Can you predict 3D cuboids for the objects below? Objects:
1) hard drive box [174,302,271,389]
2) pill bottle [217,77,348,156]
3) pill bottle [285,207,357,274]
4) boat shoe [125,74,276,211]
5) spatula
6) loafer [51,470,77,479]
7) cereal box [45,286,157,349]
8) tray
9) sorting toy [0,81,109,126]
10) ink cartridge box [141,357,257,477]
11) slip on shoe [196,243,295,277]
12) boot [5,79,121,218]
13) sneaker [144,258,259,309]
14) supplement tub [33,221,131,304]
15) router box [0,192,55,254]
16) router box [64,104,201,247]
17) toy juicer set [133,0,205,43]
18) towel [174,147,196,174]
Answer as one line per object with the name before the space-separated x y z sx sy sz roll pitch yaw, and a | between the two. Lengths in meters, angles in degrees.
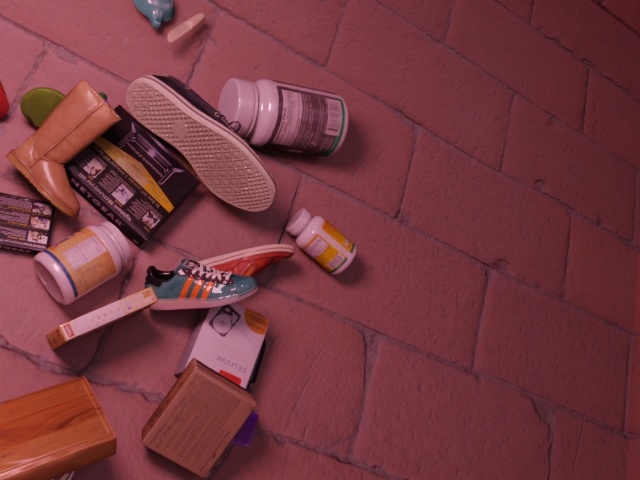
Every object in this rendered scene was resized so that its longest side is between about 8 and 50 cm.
hard drive box | -0.262 0.289 1.929 0.181 0.089 0.232 28 63 -20
pill bottle | -0.114 -0.374 2.151 0.361 0.204 0.204 6 72 -29
pill bottle | 0.000 0.000 2.157 0.208 0.118 0.117 39 59 -15
boat shoe | -0.310 -0.281 1.981 0.500 0.187 0.156 41 30 -5
spatula | -0.195 0.412 1.965 0.084 0.030 0.296 21 66 -22
loafer | -0.637 0.563 1.611 0.092 0.102 0.268 37 60 -23
cereal box | -0.536 0.191 1.744 0.240 0.173 0.047 -23 88 -35
tray | -0.686 0.451 1.569 0.411 0.076 0.203 -14 44 -34
sorting toy | -0.723 -0.376 1.835 0.366 0.127 0.126 6 48 -15
ink cartridge box | -0.306 0.447 1.797 0.193 0.088 0.234 36 89 -18
slip on shoe | -0.221 0.076 2.006 0.331 0.123 0.101 -16 91 -28
boot | -0.602 -0.223 1.762 0.269 0.089 0.236 -44 102 -5
sneaker | -0.314 0.106 1.850 0.302 0.108 0.121 -6 102 7
supplement tub | -0.588 0.052 1.772 0.200 0.144 0.144 -36 95 -34
router box | -0.758 -0.044 1.758 0.179 0.046 0.133 12 70 -27
router box | -0.516 -0.174 1.922 0.309 0.081 0.243 45 58 -12
toy juicer set | -0.465 -0.713 2.124 0.209 0.089 0.329 -26 81 -47
towel | -0.395 -0.311 2.073 0.102 0.021 0.237 -38 96 -33
